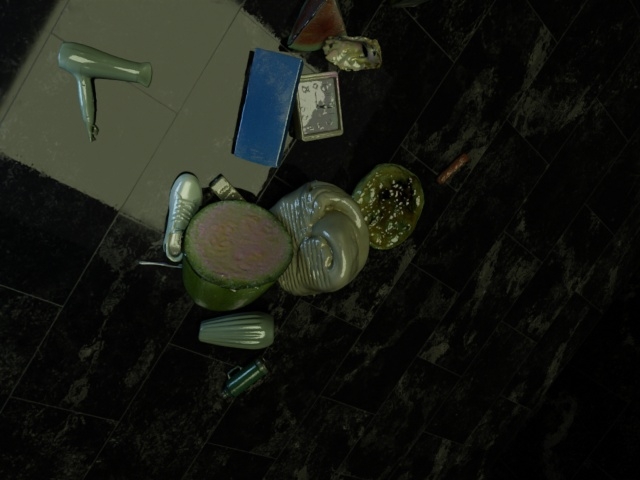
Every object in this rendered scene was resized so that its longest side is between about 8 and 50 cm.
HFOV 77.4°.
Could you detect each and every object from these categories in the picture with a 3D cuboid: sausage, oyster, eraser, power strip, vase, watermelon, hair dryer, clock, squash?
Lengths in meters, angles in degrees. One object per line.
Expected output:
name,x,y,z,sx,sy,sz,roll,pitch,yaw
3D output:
sausage,0.500,-0.272,1.510,0.158,0.042,0.036,-42,80,-5
oyster,0.104,-0.579,1.207,0.209,0.133,0.071,0,72,-11
eraser,-0.152,-0.379,1.164,0.144,0.042,0.311,17,106,6
power strip,-0.285,-0.141,1.242,0.056,0.032,0.123,-42,118,-5
vase,-0.284,0.306,1.358,0.248,0.128,0.128,2,108,-13
watermelon,-0.022,-0.634,1.111,0.207,0.202,0.136,-39,80,-7
hair dryer,-0.563,-0.369,1.042,0.207,0.075,0.237,5,114,-30
clock,-0.012,-0.414,1.232,0.147,0.071,0.191,-14,113,-17
squash,-0.262,0.089,1.201,0.311,0.310,0.308,-3,144,-21

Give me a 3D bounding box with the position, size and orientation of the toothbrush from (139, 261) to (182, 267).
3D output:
toothbrush,-0.495,0.075,1.249,0.131,0.011,0.013,6,119,-24

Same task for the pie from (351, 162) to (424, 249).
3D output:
pie,0.250,-0.126,1.444,0.323,0.070,0.323,-8,111,-21

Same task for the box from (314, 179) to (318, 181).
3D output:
box,-0.014,-0.153,1.357,0.058,0.015,0.093,23,100,-25

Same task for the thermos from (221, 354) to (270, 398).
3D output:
thermos,-0.280,0.501,1.454,0.188,0.073,0.083,-37,119,-5

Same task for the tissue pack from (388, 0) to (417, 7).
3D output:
tissue pack,0.292,-0.809,1.166,0.156,0.148,0.208,-12,112,-16

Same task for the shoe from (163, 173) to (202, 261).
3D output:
shoe,-0.405,-0.060,1.182,0.095,0.110,0.264,9,107,-24

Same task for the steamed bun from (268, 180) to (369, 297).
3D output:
steamed bun,0.000,0.000,1.258,0.255,0.368,0.342,-6,83,-45
